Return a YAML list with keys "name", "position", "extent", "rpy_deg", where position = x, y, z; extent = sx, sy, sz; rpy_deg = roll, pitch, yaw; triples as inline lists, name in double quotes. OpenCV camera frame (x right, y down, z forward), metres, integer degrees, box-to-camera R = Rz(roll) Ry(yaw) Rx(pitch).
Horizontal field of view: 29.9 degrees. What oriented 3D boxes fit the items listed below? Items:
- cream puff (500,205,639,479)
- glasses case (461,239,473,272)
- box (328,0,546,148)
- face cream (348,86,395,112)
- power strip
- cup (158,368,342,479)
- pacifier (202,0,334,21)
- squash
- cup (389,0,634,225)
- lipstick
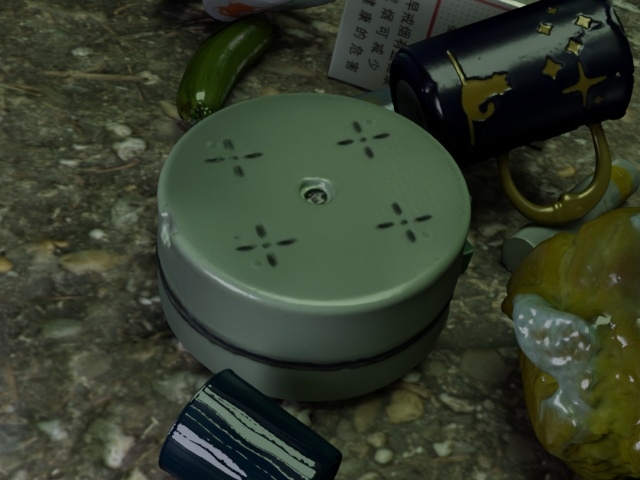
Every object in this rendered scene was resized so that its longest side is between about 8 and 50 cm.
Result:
- name: "cream puff"
  position: [0.353, 0.118, 1.269]
  extent: [0.378, 0.275, 0.378]
  rpy_deg: [12, 65, -28]
- name: "glasses case"
  position: [0.109, -0.027, 1.491]
  extent: [0.078, 0.039, 0.184]
  rpy_deg: [-14, 49, -30]
- name: "box"
  position: [0.194, -0.279, 1.662]
  extent: [0.330, 0.210, 0.095]
  rpy_deg: [20, 43, 5]
- name: "face cream"
  position: [0.062, -0.148, 1.565]
  extent: [0.385, 0.086, 0.135]
  rpy_deg: [-17, 51, -15]
- name: "power strip"
  position: [0.000, 0.000, 1.312]
  extent: [0.357, 0.161, 0.357]
  rpy_deg: [3, 46, -4]
- name: "cup"
  position: [-0.054, 0.198, 1.142]
  extent: [0.138, 0.113, 0.150]
  rpy_deg: [33, 46, 16]
- name: "pacifier"
  position: [-0.096, -0.437, 1.691]
  extent: [0.244, 0.233, 0.299]
  rpy_deg: [-12, 6, -34]
- name: "squash"
  position: [-0.133, -0.237, 1.620]
  extent: [0.080, 0.071, 0.318]
  rpy_deg: [4, 35, 17]
- name: "cup"
  position: [0.243, -0.157, 1.448]
  extent: [0.256, 0.178, 0.255]
  rpy_deg: [-21, 67, -10]
- name: "lipstick"
  position: [0.327, -0.032, 1.551]
  extent: [0.059, 0.059, 0.264]
  rpy_deg: [37, 46, 22]
